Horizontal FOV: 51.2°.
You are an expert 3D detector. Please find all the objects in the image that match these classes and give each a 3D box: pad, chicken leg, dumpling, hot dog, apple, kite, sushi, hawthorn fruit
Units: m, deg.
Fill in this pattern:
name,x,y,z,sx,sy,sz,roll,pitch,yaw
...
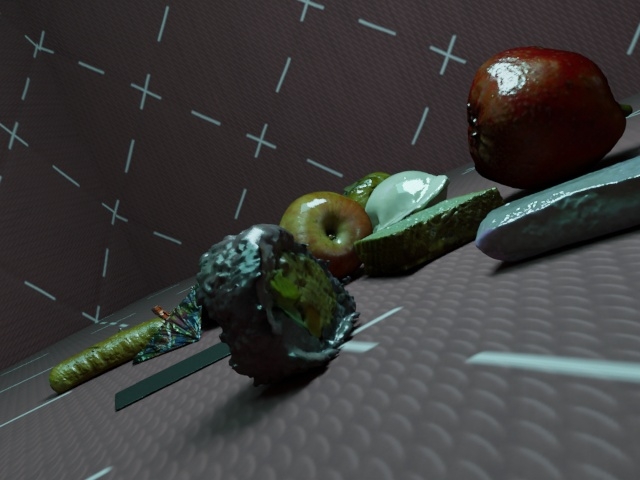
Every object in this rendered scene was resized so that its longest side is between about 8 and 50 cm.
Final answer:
name,x,y,z,sx,sy,sz,roll,pitch,yaw
pad,-0.207,0.192,1.001,0.211,0.003,0.143,-25,5,-17
chicken leg,0.066,-0.059,1.906,0.429,0.153,0.201,-30,-10,18
dumpling,0.151,-0.047,1.283,0.179,0.131,0.252,-42,11,-24
hot dog,-0.414,0.225,1.365,0.286,0.061,0.088,-27,16,-24
apple,0.000,0.000,1.212,0.199,0.199,0.199,-23,4,2
kite,-0.277,0.155,1.292,0.189,0.009,0.232,19,63,47
sushi,-0.047,0.057,0.744,0.107,0.161,0.241,-23,5,23
hawthorn fruit,0.424,-0.227,1.231,0.307,0.265,0.265,-3,6,4

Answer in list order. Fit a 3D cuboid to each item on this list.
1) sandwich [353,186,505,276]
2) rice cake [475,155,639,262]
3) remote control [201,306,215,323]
name,x,y,z,sx,sy,sz,roll,pitch,yaw
sandwich,0.174,-0.013,1.082,0.214,0.065,0.186,-24,4,-18
rice cake,0.344,-0.054,0.683,0.399,0.064,0.070,-21,15,35
remote control,-0.200,0.135,1.332,0.090,0.066,0.266,19,-29,-35
